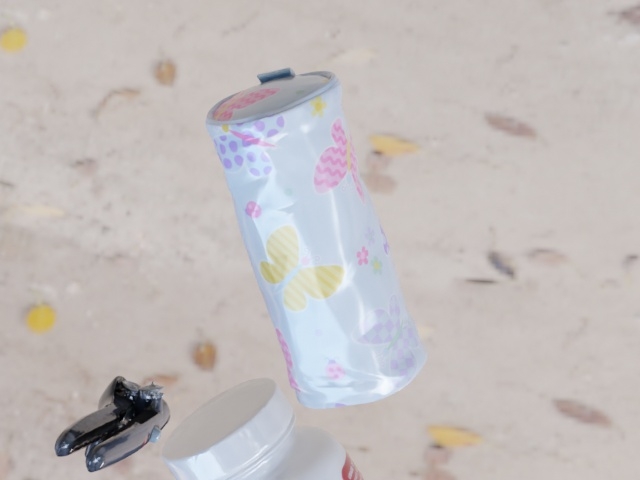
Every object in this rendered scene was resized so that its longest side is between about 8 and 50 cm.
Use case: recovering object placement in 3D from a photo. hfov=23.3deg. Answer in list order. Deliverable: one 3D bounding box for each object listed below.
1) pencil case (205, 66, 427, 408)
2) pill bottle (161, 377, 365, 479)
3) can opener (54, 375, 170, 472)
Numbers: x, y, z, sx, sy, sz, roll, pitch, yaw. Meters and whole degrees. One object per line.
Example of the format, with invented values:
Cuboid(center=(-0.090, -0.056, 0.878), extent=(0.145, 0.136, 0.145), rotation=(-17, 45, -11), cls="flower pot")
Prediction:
Cuboid(center=(0.000, 0.000, 1.250), extent=(0.113, 0.124, 0.273), rotation=(-10, 111, 25), cls="pencil case")
Cuboid(center=(-0.025, 0.390, 1.997), extent=(0.229, 0.229, 0.408), rotation=(-22, 107, 36), cls="pill bottle")
Cuboid(center=(-0.154, 0.146, 1.180), extent=(0.059, 0.073, 0.186), rotation=(15, -177, 3), cls="can opener")
